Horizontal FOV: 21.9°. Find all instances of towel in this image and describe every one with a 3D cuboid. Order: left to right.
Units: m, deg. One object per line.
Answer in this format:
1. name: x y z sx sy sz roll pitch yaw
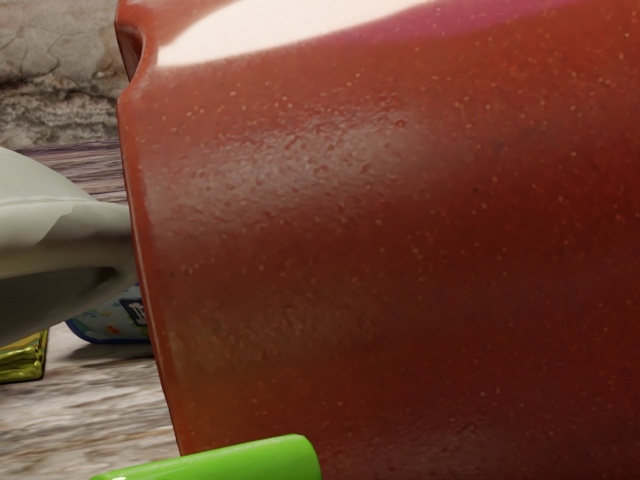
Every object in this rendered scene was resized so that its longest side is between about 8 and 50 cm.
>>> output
1. towel: -0.235 0.064 1.113 0.102 0.021 0.237 -5 8 -8

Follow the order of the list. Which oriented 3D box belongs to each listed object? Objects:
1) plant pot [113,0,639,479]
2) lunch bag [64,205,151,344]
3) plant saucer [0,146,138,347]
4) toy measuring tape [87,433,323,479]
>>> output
1. plant pot: 0.089 -0.008 0.501 0.265 0.272 0.272 -11 8 3
2. lunch bag: -0.100 0.019 1.089 0.129 0.096 0.151 -2 -1 16
3. plant saucer: -0.260 0.028 0.602 0.400 0.100 0.400 -19 -5 -2
4. toy measuring tape: -0.061 0.130 0.414 0.121 0.121 0.330 -9 -13 -28
